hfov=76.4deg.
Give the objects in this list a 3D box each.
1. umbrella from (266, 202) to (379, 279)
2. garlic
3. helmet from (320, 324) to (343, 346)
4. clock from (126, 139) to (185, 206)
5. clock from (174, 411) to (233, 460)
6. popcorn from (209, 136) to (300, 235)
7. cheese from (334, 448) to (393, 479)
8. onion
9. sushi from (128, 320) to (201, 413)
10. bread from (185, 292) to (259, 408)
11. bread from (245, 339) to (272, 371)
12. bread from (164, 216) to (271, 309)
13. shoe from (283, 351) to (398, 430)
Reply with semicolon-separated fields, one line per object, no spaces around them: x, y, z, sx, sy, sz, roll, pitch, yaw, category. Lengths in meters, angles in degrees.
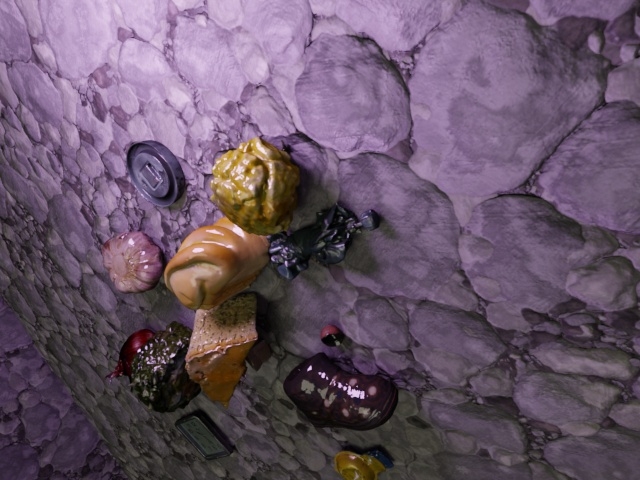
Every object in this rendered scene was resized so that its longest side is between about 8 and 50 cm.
-0.002;-0.001;1.070;0.349;0.094;0.143;-19;111;36;umbrella
-0.673;0.078;1.491;0.245;0.160;0.245;4;99;23;garlic
0.032;0.288;1.251;0.065;0.049;0.084;-20;139;6;helmet
-0.524;-0.212;1.291;0.215;0.042;0.215;15;124;23;clock
-0.585;0.985;2.046;0.273;0.049;0.279;-35;97;39;clock
-0.149;-0.135;1.011;0.249;0.225;0.249;23;145;17;popcorn
0.152;0.831;1.494;0.177;0.069;0.270;46;128;-2;cheese
-0.795;0.533;1.761;0.273;0.285;0.273;33;131;49;onion
-0.593;0.520;1.613;0.178;0.294;0.352;22;130;23;sushi
-0.275;0.370;1.364;0.279;0.248;0.315;-22;130;7;bread
-0.263;0.419;1.474;0.152;0.105;0.077;-20;99;37;bread
-0.324;0.066;1.205;0.211;0.270;0.316;52;138;13;bread
0.046;0.457;1.265;0.237;0.171;0.384;51;138;-10;shoe
